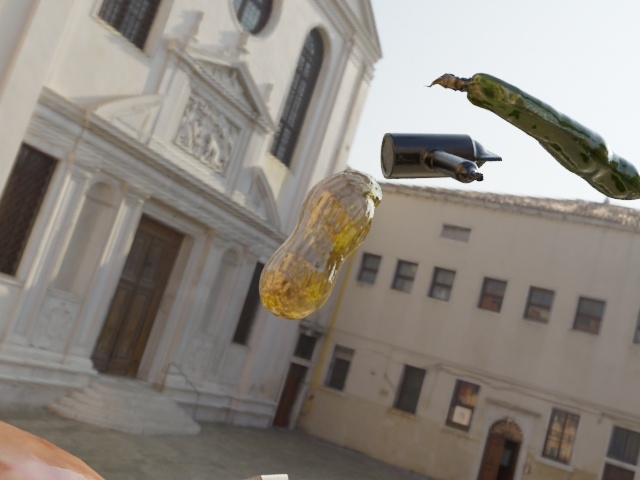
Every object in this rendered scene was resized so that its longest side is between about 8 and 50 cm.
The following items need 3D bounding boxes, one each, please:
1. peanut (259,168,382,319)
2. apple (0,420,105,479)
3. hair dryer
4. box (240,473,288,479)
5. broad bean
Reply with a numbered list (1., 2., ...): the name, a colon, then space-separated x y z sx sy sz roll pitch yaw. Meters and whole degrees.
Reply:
1. peanut: 0.000 0.000 0.793 0.087 0.206 0.087 29 -19 11
2. apple: -0.276 0.262 0.354 0.346 0.391 0.392 47 -23 -24
3. hair dryer: 0.220 -0.117 1.060 0.196 0.077 0.248 -2 18 -11
4. box: -0.078 0.471 1.055 0.058 0.201 0.141 -17 -22 9
5. broad bean: 0.280 -0.128 0.823 0.318 0.055 0.098 28 4 -10
